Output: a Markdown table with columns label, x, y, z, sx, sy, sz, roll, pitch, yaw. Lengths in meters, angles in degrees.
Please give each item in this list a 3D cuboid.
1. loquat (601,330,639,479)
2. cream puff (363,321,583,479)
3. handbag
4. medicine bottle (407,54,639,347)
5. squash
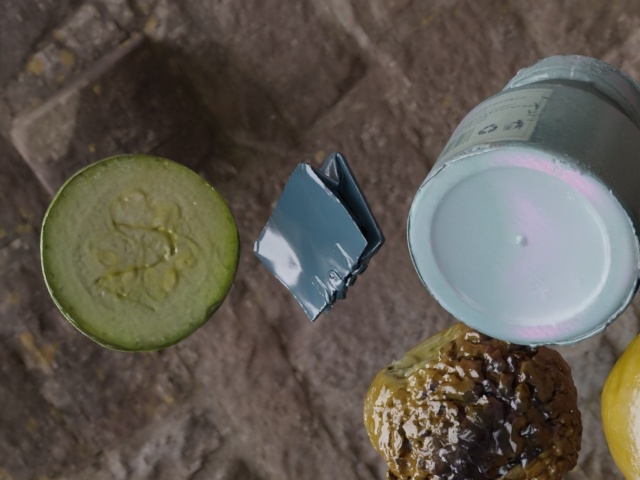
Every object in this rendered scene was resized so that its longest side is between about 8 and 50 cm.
| label | x | y | z | sx | sy | sz | roll | pitch | yaw |
| --- | --- | --- | --- | --- | --- | --- | --- | --- | --- |
| loquat | 0.284 | 0.134 | 0.760 | 0.172 | 0.149 | 0.204 | 26 | -140 | -43 |
| cream puff | 0.237 | 0.284 | 1.679 | 0.231 | 0.343 | 0.327 | -70 | -16 | -76 |
| handbag | 0.000 | 0.000 | 1.370 | 0.144 | 0.057 | 0.221 | 56 | 146 | 16 |
| medicine bottle | 0.253 | -0.060 | 1.183 | 0.245 | 0.245 | 0.290 | 56 | -143 | -15 |
| squash | -0.226 | 0.011 | 1.353 | 0.252 | 0.252 | 0.049 | 56 | 168 | -11 |
